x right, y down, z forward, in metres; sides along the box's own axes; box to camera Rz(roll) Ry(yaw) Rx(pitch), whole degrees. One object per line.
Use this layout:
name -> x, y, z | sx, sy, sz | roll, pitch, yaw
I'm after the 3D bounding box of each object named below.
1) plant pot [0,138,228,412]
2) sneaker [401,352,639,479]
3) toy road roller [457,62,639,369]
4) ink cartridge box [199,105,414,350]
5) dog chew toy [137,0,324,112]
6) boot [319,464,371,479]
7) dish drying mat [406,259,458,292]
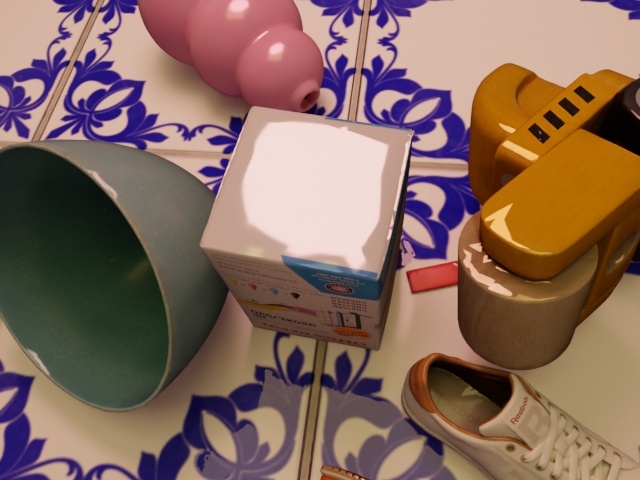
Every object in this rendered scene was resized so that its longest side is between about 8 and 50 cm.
plant pot -> -0.213, 0.016, 0.630 | 0.290, 0.290, 0.195 | 27, 31, 19
sneaker -> 0.212, 0.207, 0.540 | 0.290, 0.123, 0.106 | 26, 65, 17
toy road roller -> 0.229, -0.052, 0.591 | 0.330, 0.202, 0.241 | -38, 53, -18
ink cartridge box -> 0.000, 0.000, 0.611 | 0.171, 0.232, 0.168 | 10, 65, 11
dog chew toy -> -0.123, -0.313, 0.821 | 0.207, 0.206, 0.332 | -38, 72, -14
boot -> 0.055, 0.291, 0.548 | 0.158, 0.059, 0.084 | 29, 73, 18
dish drying mat -> 0.153, 0.044, 0.698 | 0.083, 0.008, 0.032 | -11, 62, 0
